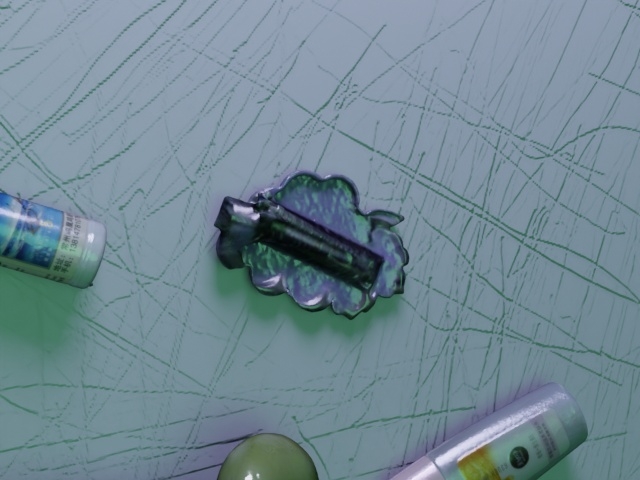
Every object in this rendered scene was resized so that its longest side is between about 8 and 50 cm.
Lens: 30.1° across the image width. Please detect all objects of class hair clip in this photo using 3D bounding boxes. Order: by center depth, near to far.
[{"bbox_3d":[0.001,0.001,1.047,0.195,0.052,0.124,21,92,-27],"label":"hair clip"}]

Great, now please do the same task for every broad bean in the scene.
[{"bbox_3d":[-0.030,0.265,1.004,0.100,0.169,0.228,-3,135,10],"label":"broad bean"}]

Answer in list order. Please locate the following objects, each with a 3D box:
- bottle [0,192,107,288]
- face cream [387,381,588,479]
[{"bbox_3d":[-0.278,-0.015,0.929,0.217,0.060,0.060,16,89,-22],"label":"bottle"},{"bbox_3d":[0.158,0.210,1.122,0.198,0.057,0.084,-31,104,-17],"label":"face cream"}]
